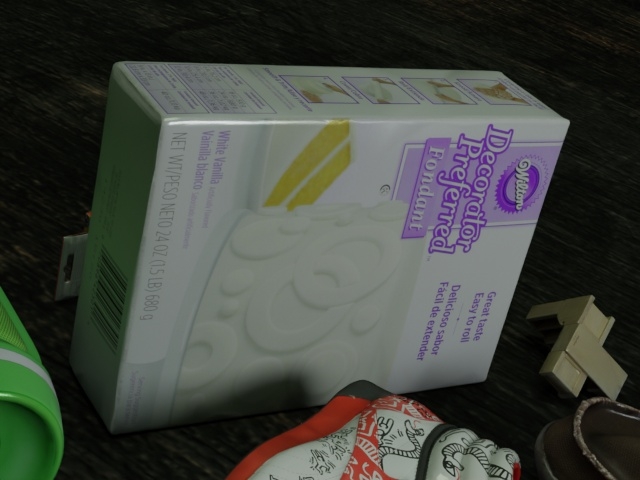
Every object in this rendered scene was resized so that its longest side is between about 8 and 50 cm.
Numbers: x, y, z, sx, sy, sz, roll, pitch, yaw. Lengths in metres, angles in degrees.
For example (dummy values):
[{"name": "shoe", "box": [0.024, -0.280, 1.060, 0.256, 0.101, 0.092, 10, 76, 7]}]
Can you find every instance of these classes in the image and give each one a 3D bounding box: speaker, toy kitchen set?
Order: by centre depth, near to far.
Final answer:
[{"name": "speaker", "box": [-0.265, 0.055, 0.761, 0.131, 0.131, 0.296, -5, 32, -33]}, {"name": "toy kitchen set", "box": [0.210, 0.104, 1.012, 0.068, 0.075, 0.083, 45, 60, -18]}]

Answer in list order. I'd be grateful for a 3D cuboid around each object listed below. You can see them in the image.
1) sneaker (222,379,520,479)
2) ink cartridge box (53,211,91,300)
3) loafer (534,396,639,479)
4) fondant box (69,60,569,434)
[{"name": "sneaker", "box": [0.030, 0.175, 0.708, 0.145, 0.090, 0.270, 22, 25, 21]}, {"name": "ink cartridge box", "box": [-0.172, 0.006, 0.969, 0.115, 0.063, 0.029, -15, 39, -44]}, {"name": "loafer", "box": [0.320, 0.187, 0.778, 0.366, 0.130, 0.134, 25, 28, 21]}, {"name": "fondant box", "box": [0.000, 0.000, 0.869, 0.330, 0.238, 0.096, -4, 31, -32]}]
